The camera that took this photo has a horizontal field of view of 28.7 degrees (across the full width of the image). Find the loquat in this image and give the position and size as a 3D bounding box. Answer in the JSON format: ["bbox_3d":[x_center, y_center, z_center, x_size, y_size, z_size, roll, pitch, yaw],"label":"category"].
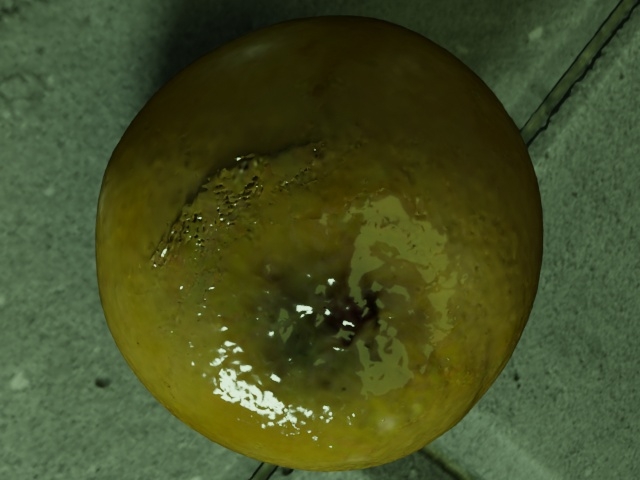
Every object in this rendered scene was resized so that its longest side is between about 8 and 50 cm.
[{"bbox_3d":[0.000,0.000,0.729,0.263,0.263,0.263,-14,117,-29],"label":"loquat"}]
